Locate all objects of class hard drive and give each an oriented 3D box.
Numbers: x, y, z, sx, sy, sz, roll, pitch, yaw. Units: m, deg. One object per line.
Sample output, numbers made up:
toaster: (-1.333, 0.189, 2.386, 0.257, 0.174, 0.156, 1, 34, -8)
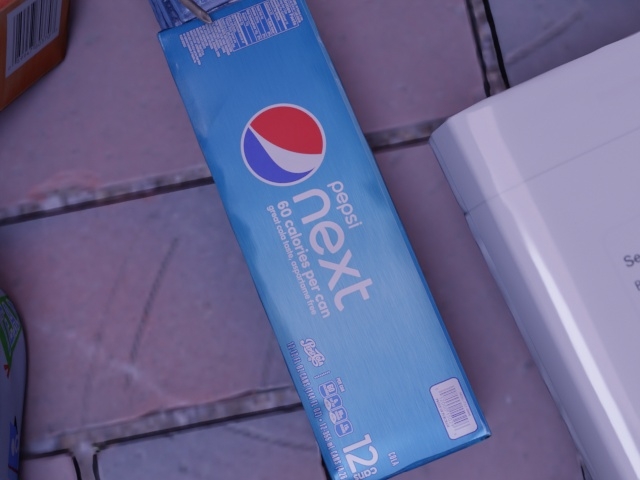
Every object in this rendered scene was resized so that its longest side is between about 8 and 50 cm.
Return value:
hard drive: (0.222, 0.069, 0.429, 0.233, 0.047, 0.353, -25, 86, -13)

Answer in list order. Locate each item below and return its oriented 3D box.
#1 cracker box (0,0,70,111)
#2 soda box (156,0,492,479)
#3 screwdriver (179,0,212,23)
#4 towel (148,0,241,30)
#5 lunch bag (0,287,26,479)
cracker box: (-0.249, -0.116, 0.477, 0.232, 0.067, 0.155, 26, 44, 7)
soda box: (0.000, 0.000, 0.480, 0.067, 0.071, 0.210, -21, 79, -1)
screwdriver: (-0.096, -0.136, 0.505, 0.024, 0.025, 0.170, -17, 51, -35)
towel: (-0.064, -0.153, 0.533, 0.067, 0.029, 0.119, -24, 79, -2)
lunch bag: (-0.282, 0.102, 0.458, 0.303, 0.115, 0.243, -1, 77, 2)
